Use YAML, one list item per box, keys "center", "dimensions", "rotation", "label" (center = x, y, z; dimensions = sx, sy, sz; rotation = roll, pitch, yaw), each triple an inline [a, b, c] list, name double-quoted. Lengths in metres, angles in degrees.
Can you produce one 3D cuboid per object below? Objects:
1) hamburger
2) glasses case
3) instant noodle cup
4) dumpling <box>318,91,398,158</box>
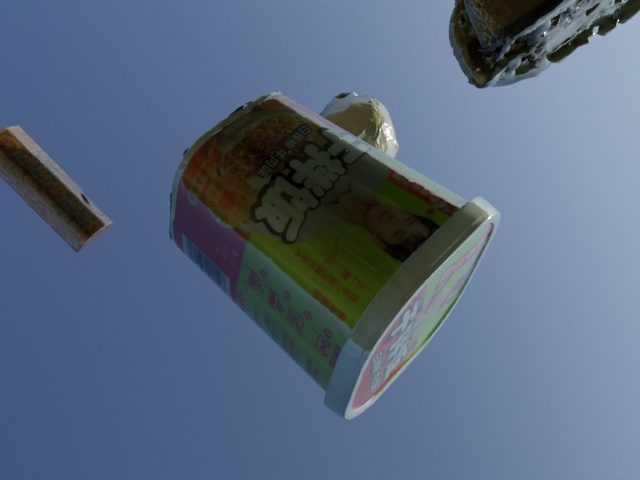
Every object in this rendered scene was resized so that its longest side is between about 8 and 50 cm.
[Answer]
- center: [0.250, -0.305, 0.972]
  dimensions: [0.288, 0.168, 0.192]
  rotation: [-31, -117, -9]
  label: "hamburger"
- center: [-0.429, -0.084, 1.346]
  dimensions: [0.218, 0.049, 0.075]
  rotation: [46, -147, -2]
  label: "glasses case"
- center: [0.000, 0.000, 0.995]
  dimensions: [0.308, 0.294, 0.294]
  rotation: [37, -114, 17]
  label: "instant noodle cup"
- center: [0.064, -0.156, 1.499]
  dimensions: [0.147, 0.193, 0.258]
  rotation: [-14, -140, 10]
  label: "dumpling"
